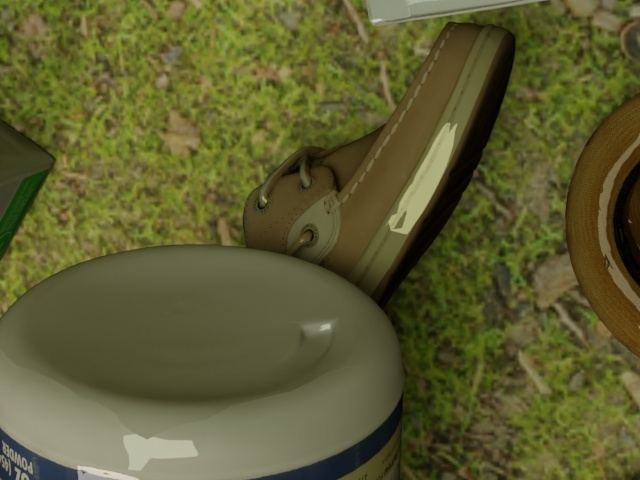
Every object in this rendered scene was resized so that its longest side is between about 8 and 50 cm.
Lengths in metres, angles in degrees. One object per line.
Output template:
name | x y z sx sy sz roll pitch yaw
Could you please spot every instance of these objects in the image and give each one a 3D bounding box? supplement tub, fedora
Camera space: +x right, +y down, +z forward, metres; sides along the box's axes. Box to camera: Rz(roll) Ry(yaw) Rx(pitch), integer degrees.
supplement tub | -0.070 0.185 1.052 0.228 0.228 0.316 8 115 16
fedora | 0.242 -0.008 1.086 0.194 0.079 0.194 4 101 22

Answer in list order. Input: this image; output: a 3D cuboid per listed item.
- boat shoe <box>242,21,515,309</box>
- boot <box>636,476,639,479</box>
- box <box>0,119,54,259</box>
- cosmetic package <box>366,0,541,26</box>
boat shoe | 0.000 0.000 1.142 0.110 0.121 0.341 34 110 7
boot | 0.274 0.242 1.134 0.123 0.095 0.258 -35 85 31
box | -0.346 -0.054 1.182 0.262 0.231 0.127 35 109 9
cosmetic package | 0.200 -0.184 0.903 0.284 0.377 0.097 -4 101 18
